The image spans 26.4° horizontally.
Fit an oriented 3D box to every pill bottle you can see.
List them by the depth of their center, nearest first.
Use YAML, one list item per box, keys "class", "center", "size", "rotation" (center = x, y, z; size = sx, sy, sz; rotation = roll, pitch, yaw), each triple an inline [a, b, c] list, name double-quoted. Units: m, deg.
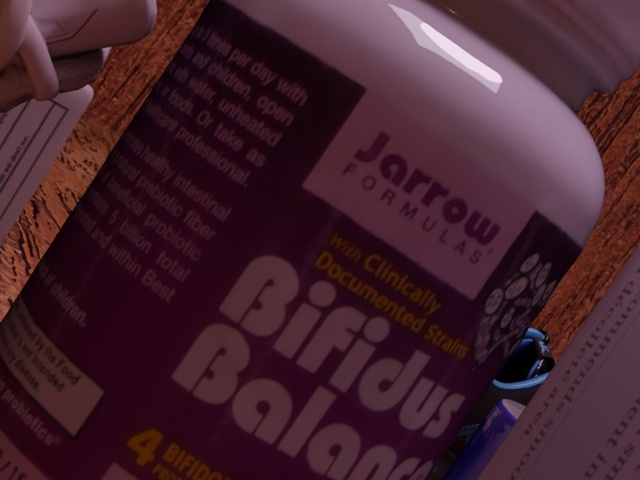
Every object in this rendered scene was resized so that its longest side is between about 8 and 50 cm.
- class: "pill bottle"
  center: [0.000, 0.000, 0.518]
  size: [0.169, 0.301, 0.169]
  rotation: [33, 4, -2]

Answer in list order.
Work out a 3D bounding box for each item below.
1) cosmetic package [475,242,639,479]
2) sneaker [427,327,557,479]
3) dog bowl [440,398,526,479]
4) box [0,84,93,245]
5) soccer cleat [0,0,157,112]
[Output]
- class: "cosmetic package"
  center: [0.263, 0.161, 0.462]
  size: [0.327, 0.329, 0.393]
  rotation: [34, 4, -10]
- class: "sneaker"
  center: [0.169, 0.154, 1.125]
  size: [0.341, 0.139, 0.125]
  rotation: [27, 22, -43]
- class: "dog bowl"
  center: [0.200, 0.221, 0.914]
  size: [0.265, 0.104, 0.265]
  rotation: [33, 3, -2]
- class: "box"
  center: [-0.241, -0.070, 0.570]
  size: [0.232, 0.148, 0.127]
  rotation: [30, 4, -46]
- class: "soccer cleat"
  center: [-0.142, -0.077, 0.425]
  size: [0.143, 0.331, 0.116]
  rotation: [20, -45, 27]
